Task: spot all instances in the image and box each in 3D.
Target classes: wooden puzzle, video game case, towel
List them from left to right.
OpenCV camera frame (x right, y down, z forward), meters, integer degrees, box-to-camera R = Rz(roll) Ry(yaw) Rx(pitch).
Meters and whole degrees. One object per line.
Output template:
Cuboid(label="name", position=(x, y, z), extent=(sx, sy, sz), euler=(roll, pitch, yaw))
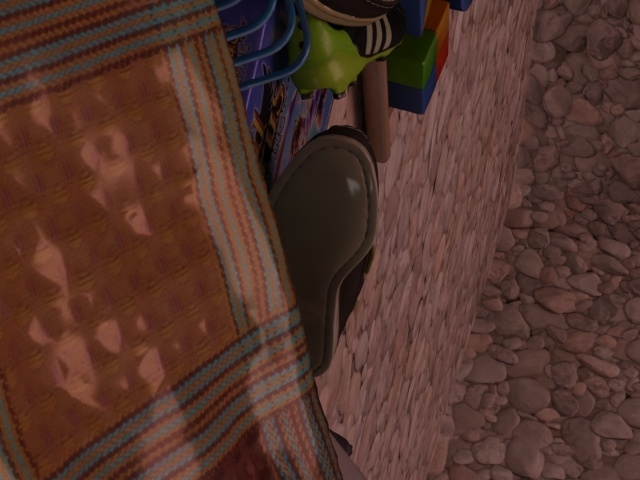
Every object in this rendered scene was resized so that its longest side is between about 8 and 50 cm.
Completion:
Cuboid(label="towel", position=(-0.103, -0.023, 0.440), extent=(0.271, 0.040, 0.370), euler=(-35, 114, -51))
Cuboid(label="video game case", position=(-0.043, -0.109, 1.046), extent=(0.244, 0.061, 0.270), euler=(24, 79, -76))
Cuboid(label="wooden puzzle", position=(0.117, -0.302, 1.536), extent=(0.322, 0.080, 0.348), euler=(82, 24, -58))

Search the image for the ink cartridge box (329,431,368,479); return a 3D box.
Cuboid(label="ink cartridge box", position=(-0.042, 0.160, 0.691), extent=(0.121, 0.289, 0.211), euler=(-43, 161, 8))

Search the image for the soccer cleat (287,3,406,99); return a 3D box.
Cuboid(label="soccer cleat", position=(0.021, -0.159, 1.011), extent=(0.179, 0.060, 0.072), euler=(-54, 140, -59))

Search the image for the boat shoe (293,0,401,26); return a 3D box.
Cuboid(label="boat shoe", position=(-0.005, -0.204, 0.878), extent=(0.223, 0.073, 0.080), euler=(30, 56, -46))

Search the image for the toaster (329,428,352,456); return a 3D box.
Cuboid(label="toaster", position=(-0.068, 0.184, 0.951), extent=(0.227, 0.146, 0.129), euler=(105, 1, -64))

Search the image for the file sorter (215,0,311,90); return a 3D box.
Cuboid(label="file sorter", position=(-0.079, -0.131, 0.642), extent=(0.170, 0.118, 0.105), euler=(35, 39, -76))

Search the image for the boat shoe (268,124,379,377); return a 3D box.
Cuboid(label="boat shoe", position=(0.000, 0.000, 1.031), extent=(0.069, 0.081, 0.228), euler=(-65, 171, -48))
